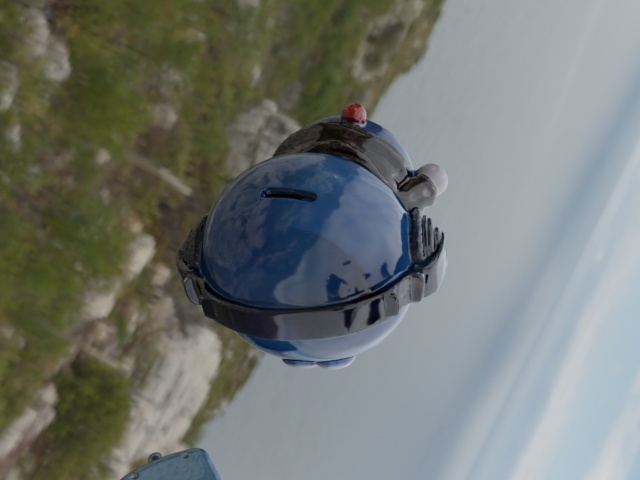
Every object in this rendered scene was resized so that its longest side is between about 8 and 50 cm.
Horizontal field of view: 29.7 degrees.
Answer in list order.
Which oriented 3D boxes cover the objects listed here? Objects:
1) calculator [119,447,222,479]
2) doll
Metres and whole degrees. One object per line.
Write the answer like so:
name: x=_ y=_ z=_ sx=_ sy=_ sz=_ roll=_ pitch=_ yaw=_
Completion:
calculator: x=-0.151 y=0.325 z=1.374 sx=0.121 sy=0.210 sz=0.039 roll=-19 pitch=143 yaw=-20
doll: x=0.000 y=0.000 z=1.298 sx=0.310 sy=0.284 sz=0.240 roll=-66 pitch=153 yaw=-49
